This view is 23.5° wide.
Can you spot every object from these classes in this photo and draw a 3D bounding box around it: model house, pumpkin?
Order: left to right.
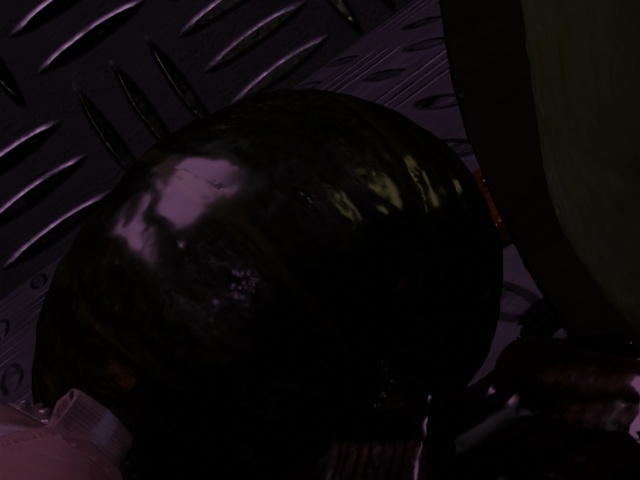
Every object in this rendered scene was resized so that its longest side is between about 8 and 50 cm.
[{"bbox_3d":[-0.018,0.040,0.662,0.223,0.157,0.224,-35,-31,-25],"label":"pumpkin"},{"bbox_3d":[0.055,0.112,0.507,0.164,0.141,0.203,-34,1,-13],"label":"model house"}]

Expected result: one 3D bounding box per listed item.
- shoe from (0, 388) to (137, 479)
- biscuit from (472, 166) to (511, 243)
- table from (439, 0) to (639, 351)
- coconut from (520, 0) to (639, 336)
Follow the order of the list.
[{"bbox_3d":[-0.153,0.210,0.501,0.351,0.172,0.198,-49,12,9],"label":"shoe"},{"bbox_3d":[0.144,-0.040,1.166,0.188,0.027,0.188,-33,11,7],"label":"biscuit"},{"bbox_3d":[0.172,-0.104,0.779,0.317,0.317,0.249,-36,-4,-5],"label":"table"},{"bbox_3d":[0.205,-0.072,0.465,0.328,0.328,0.281,-27,35,37],"label":"coconut"}]
